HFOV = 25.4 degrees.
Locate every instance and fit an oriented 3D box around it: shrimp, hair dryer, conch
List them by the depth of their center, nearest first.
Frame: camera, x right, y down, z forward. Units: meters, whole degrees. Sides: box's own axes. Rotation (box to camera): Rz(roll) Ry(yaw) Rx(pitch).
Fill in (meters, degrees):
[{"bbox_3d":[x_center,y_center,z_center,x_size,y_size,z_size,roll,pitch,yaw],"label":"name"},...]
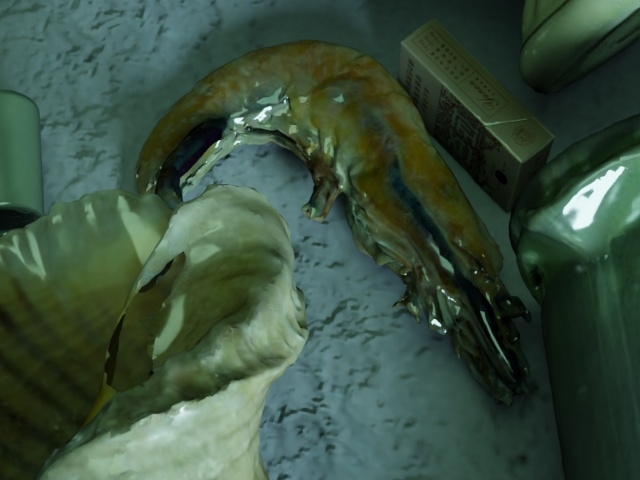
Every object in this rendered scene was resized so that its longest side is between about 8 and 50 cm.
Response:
[{"bbox_3d":[-0.104,0.137,0.512,0.263,0.186,0.324,13,50,23],"label":"conch"},{"bbox_3d":[0.000,0.000,0.640,0.152,0.046,0.219,-30,66,-14],"label":"shrimp"},{"bbox_3d":[-0.191,-0.028,0.661,0.124,0.038,0.063,-9,66,1],"label":"hair dryer"}]

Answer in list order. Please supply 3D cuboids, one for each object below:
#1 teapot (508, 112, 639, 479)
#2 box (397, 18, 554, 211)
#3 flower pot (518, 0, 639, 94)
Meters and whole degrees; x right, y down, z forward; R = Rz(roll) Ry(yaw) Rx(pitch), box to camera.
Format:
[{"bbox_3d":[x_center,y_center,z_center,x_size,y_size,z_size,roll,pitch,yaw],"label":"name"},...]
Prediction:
[{"bbox_3d":[0.205,0.108,0.530,0.270,0.200,0.337,8,61,-25],"label":"teapot"},{"bbox_3d":[0.071,-0.058,0.664,0.024,0.053,0.083,-35,70,-14],"label":"box"},{"bbox_3d":[0.111,-0.223,0.618,0.307,0.307,0.244,-38,87,-16],"label":"flower pot"}]
